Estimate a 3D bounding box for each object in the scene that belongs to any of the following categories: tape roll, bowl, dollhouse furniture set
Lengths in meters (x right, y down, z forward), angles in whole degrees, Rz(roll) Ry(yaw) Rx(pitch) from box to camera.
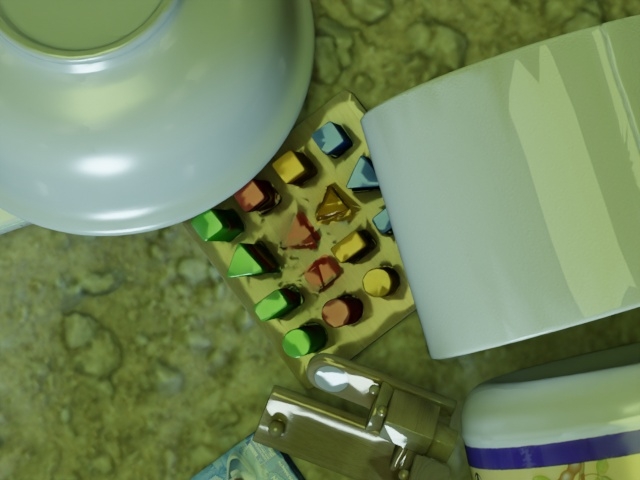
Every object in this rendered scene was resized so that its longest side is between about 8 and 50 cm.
[{"bbox_3d":[0.164,-0.036,1.072,0.246,0.246,0.169,-17,86,10],"label":"tape roll"},{"bbox_3d":[-0.154,-0.163,1.143,0.298,0.134,0.298,-1,72,3],"label":"bowl"},{"bbox_3d":[0.012,0.157,1.110,0.123,0.151,0.144,21,129,0],"label":"dollhouse furniture set"}]

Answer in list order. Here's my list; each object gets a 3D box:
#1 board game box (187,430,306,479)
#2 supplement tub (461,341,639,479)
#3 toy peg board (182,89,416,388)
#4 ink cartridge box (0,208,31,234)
[{"bbox_3d":[-0.051,0.199,1.226,0.090,0.020,0.090,-37,84,10],"label":"board game box"},{"bbox_3d":[0.236,0.234,1.060,0.241,0.241,0.331,-13,88,11],"label":"supplement tub"},{"bbox_3d":[0.000,0.000,1.186,0.160,0.079,0.161,-38,84,9],"label":"toy peg board"},{"bbox_3d":[-0.236,-0.097,1.244,0.235,0.056,0.171,-19,87,-4],"label":"ink cartridge box"}]
